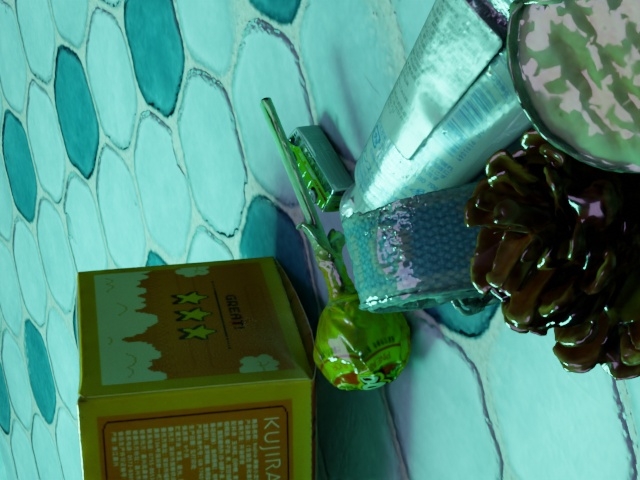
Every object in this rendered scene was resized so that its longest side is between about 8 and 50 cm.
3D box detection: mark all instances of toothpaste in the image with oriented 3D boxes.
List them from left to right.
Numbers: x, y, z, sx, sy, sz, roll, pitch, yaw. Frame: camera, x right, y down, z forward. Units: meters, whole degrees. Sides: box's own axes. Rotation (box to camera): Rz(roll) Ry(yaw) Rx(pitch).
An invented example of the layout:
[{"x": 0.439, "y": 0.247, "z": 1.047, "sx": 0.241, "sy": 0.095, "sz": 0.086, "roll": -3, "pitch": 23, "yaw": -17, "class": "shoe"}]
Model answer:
[{"x": 0.086, "y": -0.082, "z": 0.963, "sx": 0.114, "sy": 0.073, "sz": 0.299, "roll": 50, "pitch": 151, "yaw": 9, "class": "toothpaste"}]

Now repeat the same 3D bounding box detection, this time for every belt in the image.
[{"x": 0.090, "y": 0.010, "z": 0.920, "sx": 0.147, "sy": 0.163, "sz": 0.082, "roll": -15, "pitch": 84, "yaw": 44, "class": "belt"}]

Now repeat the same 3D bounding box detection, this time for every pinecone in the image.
[{"x": 0.156, "y": -0.003, "z": 0.774, "sx": 0.173, "sy": 0.173, "sz": 0.174, "roll": 35, "pitch": 131, "yaw": 54, "class": "pinecone"}]

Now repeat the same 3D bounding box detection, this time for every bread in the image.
[{"x": 0.203, "y": -0.078, "z": 0.656, "sx": 0.232, "sy": 0.064, "sz": 0.172, "roll": 37, "pitch": 123, "yaw": 12, "class": "bread"}]

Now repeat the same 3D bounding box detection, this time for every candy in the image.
[{"x": 0.001, "y": 0.000, "z": 1.158, "sx": 0.262, "sy": 0.077, "sz": 0.073, "roll": 68, "pitch": 157, "yaw": 10, "class": "candy"}]

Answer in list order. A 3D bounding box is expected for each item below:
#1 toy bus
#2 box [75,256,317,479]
[{"x": -0.001, "y": -0.063, "z": 1.205, "sx": 0.083, "sy": 0.031, "sz": 0.037, "roll": 60, "pitch": 143, "yaw": 30, "class": "toy bus"}, {"x": -0.114, "y": 0.196, "z": 1.284, "sx": 0.259, "sy": 0.213, "sz": 0.284, "roll": -109, "pitch": 18, "yaw": -65, "class": "box"}]
